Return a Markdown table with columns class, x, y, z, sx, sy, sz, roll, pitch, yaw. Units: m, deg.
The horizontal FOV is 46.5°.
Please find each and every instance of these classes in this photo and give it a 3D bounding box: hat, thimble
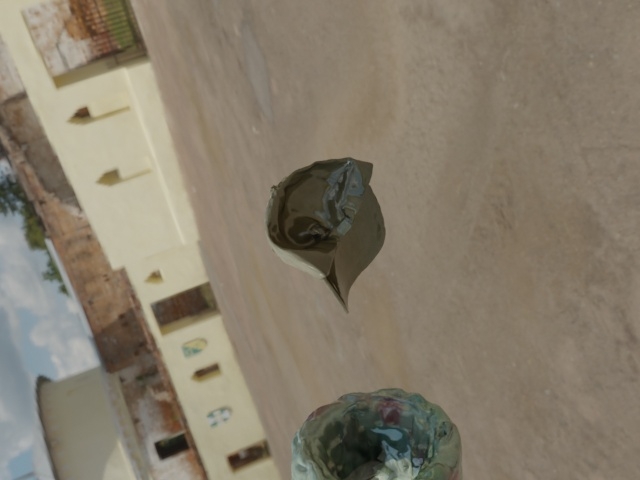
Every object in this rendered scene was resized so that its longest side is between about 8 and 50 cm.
| class | x | y | z | sx | sy | sz | roll | pitch | yaw |
| --- | --- | --- | --- | --- | --- | --- | --- | --- | --- |
| hat | 0.000 | 0.000 | 0.930 | 0.144 | 0.166 | 0.173 | 24 | 149 | 6 |
| thimble | 0.064 | 0.270 | 0.790 | 0.211 | 0.185 | 0.149 | -108 | 10 | -66 |
